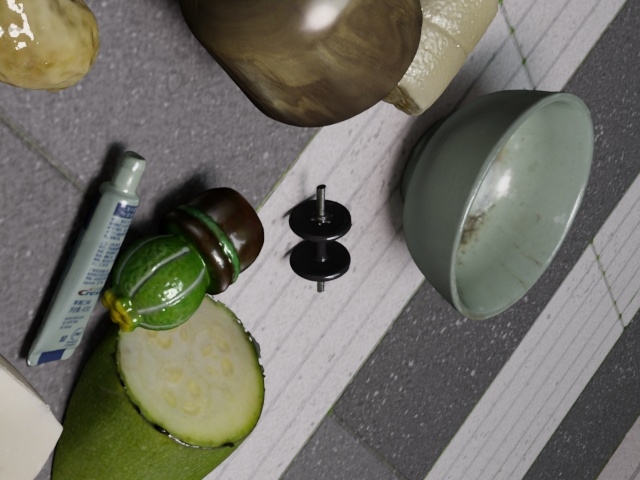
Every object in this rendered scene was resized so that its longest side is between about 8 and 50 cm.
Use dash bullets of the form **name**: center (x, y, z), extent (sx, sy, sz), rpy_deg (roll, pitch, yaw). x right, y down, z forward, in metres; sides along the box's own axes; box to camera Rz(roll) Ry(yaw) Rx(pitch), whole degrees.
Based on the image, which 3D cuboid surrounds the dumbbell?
- **dumbbell**: center (0.000, 0.000, 1.301), extent (0.069, 0.069, 0.147), rpy_deg (-34, 140, -34)

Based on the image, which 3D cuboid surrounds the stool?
- **stool**: center (-0.040, -0.227, 0.957), extent (0.179, 0.179, 0.264), rpy_deg (-55, 148, -7)

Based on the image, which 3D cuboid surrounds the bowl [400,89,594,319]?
- **bowl**: center (0.190, -0.063, 1.439), extent (0.289, 0.146, 0.289), rpy_deg (-33, 138, -36)

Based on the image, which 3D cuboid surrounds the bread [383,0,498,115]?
- **bread**: center (0.078, -0.208, 1.162), extent (0.141, 0.148, 0.134), rpy_deg (-54, 132, -8)

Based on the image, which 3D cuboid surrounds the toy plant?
- **toy plant**: center (-0.132, 0.023, 1.121), extent (0.162, 0.093, 0.092), rpy_deg (-39, 143, -25)

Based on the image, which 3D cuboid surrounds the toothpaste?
- **toothpaste**: center (-0.205, 0.019, 1.068), extent (0.062, 0.037, 0.216), rpy_deg (-1, 121, -57)

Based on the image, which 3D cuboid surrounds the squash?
- **squash**: center (-0.193, 0.183, 1.233), extent (0.189, 0.189, 0.260), rpy_deg (-19, 166, -46)

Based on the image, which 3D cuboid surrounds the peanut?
- **peanut**: center (-0.218, -0.186, 0.828), extent (0.103, 0.098, 0.229), rpy_deg (-18, 139, -10)

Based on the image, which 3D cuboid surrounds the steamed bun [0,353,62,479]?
- **steamed bun**: center (-0.316, 0.109, 0.869), extent (0.146, 0.164, 0.241), rpy_deg (-53, 146, -13)
